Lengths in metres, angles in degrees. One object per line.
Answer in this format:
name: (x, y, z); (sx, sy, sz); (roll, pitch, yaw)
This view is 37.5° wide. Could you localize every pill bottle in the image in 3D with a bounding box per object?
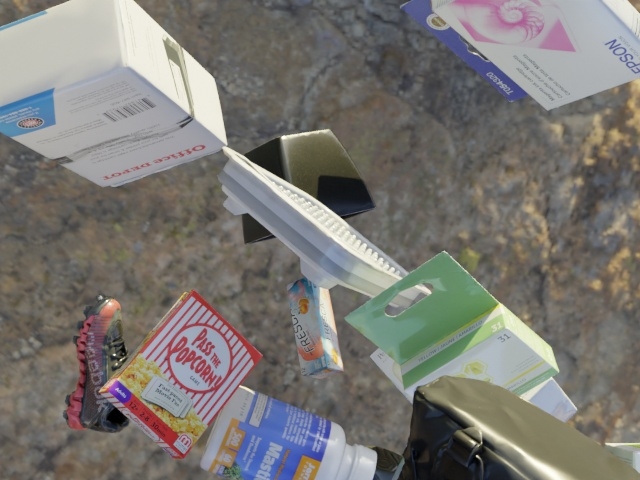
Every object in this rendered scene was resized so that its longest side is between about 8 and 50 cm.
pill bottle: (-0.050, 0.358, 1.576); (0.272, 0.152, 0.152); (22, 90, -3)

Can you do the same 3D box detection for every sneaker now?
sneaker: (-0.386, 0.235, 1.729); (0.098, 0.135, 0.276); (-27, 131, -66)
sneaker: (0.064, 0.458, 1.774); (0.228, 0.087, 0.130); (3, 112, -4)

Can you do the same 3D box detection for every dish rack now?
dish rack: (0.000, 0.000, 1.365); (0.072, 0.285, 0.333); (-54, 153, 6)

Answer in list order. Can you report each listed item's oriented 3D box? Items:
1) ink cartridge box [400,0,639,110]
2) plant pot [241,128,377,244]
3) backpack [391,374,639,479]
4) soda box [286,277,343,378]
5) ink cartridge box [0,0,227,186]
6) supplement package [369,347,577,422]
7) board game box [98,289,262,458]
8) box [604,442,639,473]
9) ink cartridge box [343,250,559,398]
ink cartridge box: (0.353, -0.345, 1.592); (0.324, 0.330, 0.071); (31, 58, -31)
plant pot: (-0.040, -0.104, 1.721); (0.188, 0.188, 0.166); (-14, 89, -35)
backpack: (0.188, 0.350, 1.002); (0.273, 0.290, 0.355); (-5, 121, -55)
soda box: (-0.011, 0.162, 1.752); (0.063, 0.058, 0.183); (25, 48, -54)
ink cartridge box: (-0.382, -0.257, 1.694); (0.395, 0.286, 0.166); (38, 38, -67)
supplement package: (0.266, 0.251, 1.643); (0.199, 0.262, 0.198); (-45, 144, 1)
board game box: (-0.196, 0.190, 1.347); (0.147, 0.045, 0.193); (45, 61, -14)
box: (0.445, 0.289, 1.082); (0.114, 0.203, 0.103); (92, -2, -82)
ink cartridge box: (0.169, 0.137, 1.212); (0.171, 0.056, 0.235); (-36, 124, 23)
